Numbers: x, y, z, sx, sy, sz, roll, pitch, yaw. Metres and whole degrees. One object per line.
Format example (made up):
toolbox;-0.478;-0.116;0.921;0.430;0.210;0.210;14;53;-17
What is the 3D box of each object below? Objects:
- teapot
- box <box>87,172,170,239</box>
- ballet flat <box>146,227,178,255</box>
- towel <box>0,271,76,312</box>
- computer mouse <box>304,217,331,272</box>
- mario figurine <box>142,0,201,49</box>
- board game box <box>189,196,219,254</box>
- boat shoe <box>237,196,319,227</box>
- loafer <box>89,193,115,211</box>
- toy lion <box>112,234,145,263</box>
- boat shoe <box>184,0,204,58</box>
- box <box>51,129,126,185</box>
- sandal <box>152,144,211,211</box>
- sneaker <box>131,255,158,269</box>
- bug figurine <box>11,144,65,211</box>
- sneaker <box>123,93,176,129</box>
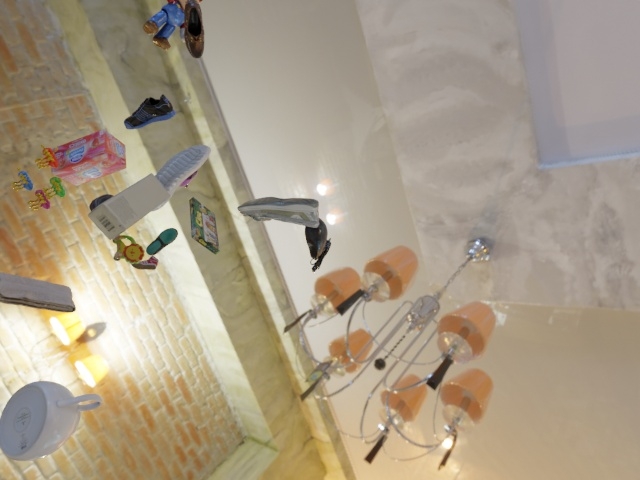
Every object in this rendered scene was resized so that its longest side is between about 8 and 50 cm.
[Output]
teapot;-0.881;0.581;1.364;0.255;0.253;0.187;14;-14;27
box;-0.642;-0.122;1.426;0.094;0.275;0.113;-27;-72;25
ballet flat;-0.748;-0.001;1.997;0.203;0.074;0.074;-35;-91;15
towel;-1.122;0.204;1.644;0.187;0.282;0.049;35;-80;47
computer mouse;0.000;0.000;1.805;0.072;0.189;0.272;10;-36;21
mario figurine;-0.587;-0.961;1.744;0.170;0.321;0.198;32;-11;-8
board game box;-0.487;-0.065;1.749;0.030;0.136;0.260;-37;-138;13
boat shoe;-0.159;-0.102;1.562;0.319;0.118;0.103;1;-71;13
loafer;-0.887;-0.137;1.778;0.095;0.302;0.109;-16;-83;9
toy lion;-0.639;0.030;1.397;0.034;0.095;0.100;-37;-120;50
boat shoe;-0.466;-0.768;1.539;0.207;0.073;0.073;98;-25;-48
box;-1.107;-0.392;2.005;0.299;0.154;0.142;-16;-110;9
sandal;-0.638;-0.273;1.856;0.169;0.416;0.102;21;-31;27
sneaker;-0.823;0.102;1.968;0.118;0.067;0.042;7;-53;-4
bug figurine;-1.125;-0.244;1.692;0.278;0.072;0.217;-26;-91;24
sneaker;-0.692;-0.513;1.660;0.231;0.082;0.091;-12;-49;13
